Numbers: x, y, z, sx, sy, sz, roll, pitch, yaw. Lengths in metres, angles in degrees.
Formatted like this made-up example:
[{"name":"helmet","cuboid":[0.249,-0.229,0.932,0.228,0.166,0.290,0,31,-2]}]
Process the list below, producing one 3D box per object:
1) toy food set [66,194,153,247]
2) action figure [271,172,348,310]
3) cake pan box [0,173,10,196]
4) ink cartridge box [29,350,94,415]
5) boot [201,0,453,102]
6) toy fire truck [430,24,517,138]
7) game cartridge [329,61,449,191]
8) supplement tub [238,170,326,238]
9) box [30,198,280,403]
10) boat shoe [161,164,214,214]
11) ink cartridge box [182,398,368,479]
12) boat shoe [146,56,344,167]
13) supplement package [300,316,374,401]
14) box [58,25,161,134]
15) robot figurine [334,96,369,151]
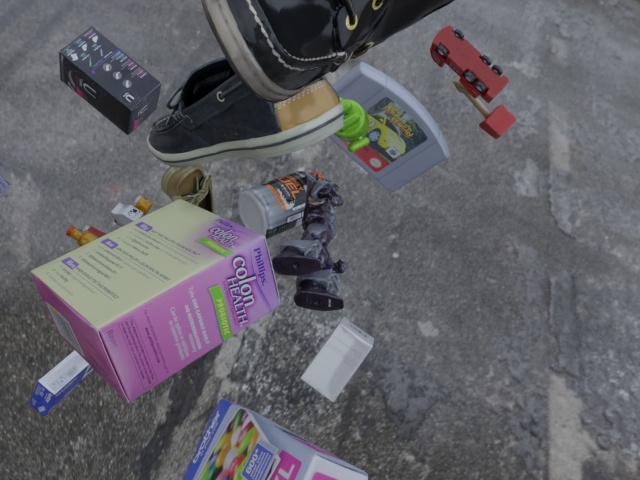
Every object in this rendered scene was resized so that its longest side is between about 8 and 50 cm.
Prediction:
[{"name":"toy food set","cuboid":[-0.503,-0.037,1.440,0.104,0.111,0.232,34,41,-9]},{"name":"action figure","cuboid":[0.000,0.000,1.035,0.099,0.185,0.285,-7,29,12]},{"name":"cake pan box","cuboid":[-0.696,-0.097,1.037,0.070,0.267,0.246,8,55,18]},{"name":"ink cartridge box","cuboid":[-0.505,0.263,1.267,0.046,0.097,0.207,39,38,2]},{"name":"boot","cuboid":[0.072,-0.266,0.587,0.138,0.284,0.377,64,26,-12]},{"name":"toy fire truck","cuboid":[0.262,-0.268,1.040,0.047,0.135,0.192,-45,84,-2]},{"name":"game cartridge","cuboid":[0.138,-0.245,1.337,0.294,0.196,0.060,38,37,-24]},{"name":"supplement tub","cuboid":[-0.075,-0.084,1.336,0.190,0.117,0.117,-25,70,-33]},{"name":"box","cuboid":[-0.220,0.065,0.823,0.243,0.117,0.213,-32,36,-33]},{"name":"boat shoe","cuboid":[-0.276,-0.098,1.342,0.104,0.285,0.089,-41,79,-13]},{"name":"ink cartridge box","cuboid":[-0.083,0.262,0.577,0.065,0.311,0.186,29,74,-18]},{"name":"boat shoe","cuboid":[-0.158,-0.224,1.018,0.187,0.500,0.156,-36,114,-30]},{"name":"supplement package","cuboid":[0.046,0.304,1.564,0.105,0.105,0.179,36,96,4]},{"name":"box","cuboid":[-0.643,-0.485,1.856,0.270,0.165,0.143,39,63,-4]},{"name":"robot figurine","cuboid":[0.050,-0.209,1.071,0.067,0.115,0.101,-35,84,10]}]
